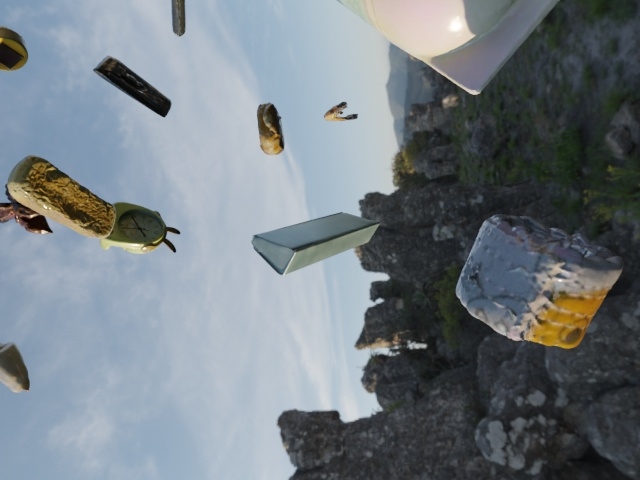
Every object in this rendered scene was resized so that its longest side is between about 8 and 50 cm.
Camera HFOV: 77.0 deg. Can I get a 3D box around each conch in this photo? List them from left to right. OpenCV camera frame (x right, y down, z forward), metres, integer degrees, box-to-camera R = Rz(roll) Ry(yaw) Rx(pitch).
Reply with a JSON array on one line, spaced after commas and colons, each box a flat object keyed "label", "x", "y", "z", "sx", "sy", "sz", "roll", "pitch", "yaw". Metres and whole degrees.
[{"label": "conch", "x": -0.933, "y": 0.378, "z": 1.208, "sx": 0.176, "sy": 0.105, "sz": 0.094, "roll": 56, "pitch": 173, "yaw": -18}]

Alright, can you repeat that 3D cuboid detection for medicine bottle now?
[{"label": "medicine bottle", "x": 0.177, "y": -0.411, "z": 0.610, "sx": 0.406, "sy": 0.236, "sz": 0.235, "roll": 56, "pitch": 178, "yaw": 34}]

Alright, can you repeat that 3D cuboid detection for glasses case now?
[{"label": "glasses case", "x": 0.000, "y": 0.000, "z": 0.774, "sx": 0.266, "sy": 0.105, "sz": 0.056, "roll": -18, "pitch": -61, "yaw": -49}]

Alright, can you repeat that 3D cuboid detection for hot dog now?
[{"label": "hot dog", "x": -0.507, "y": -0.077, "z": 0.791, "sx": 0.242, "sy": 0.074, "sz": 0.084, "roll": 61, "pitch": -146, "yaw": -66}]

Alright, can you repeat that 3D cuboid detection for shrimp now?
[{"label": "shrimp", "x": 0.106, "y": -0.545, "z": 1.715, "sx": 0.195, "sy": 0.148, "sz": 0.035, "roll": 170, "pitch": 101, "yaw": -64}]

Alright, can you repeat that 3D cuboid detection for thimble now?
[{"label": "thimble", "x": 0.239, "y": 0.039, "z": 0.462, "sx": 0.151, "sy": 0.127, "sz": 0.117, "roll": -123, "pitch": 45, "yaw": -65}]

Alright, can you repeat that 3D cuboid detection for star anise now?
[{"label": "star anise", "x": -0.843, "y": -0.102, "z": 1.136, "sx": 0.196, "sy": 0.212, "sz": 0.111, "roll": 37, "pitch": -163, "yaw": 4}]

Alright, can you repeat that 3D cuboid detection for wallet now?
[{"label": "wallet", "x": -0.619, "y": -0.516, "z": 1.355, "sx": 0.245, "sy": 0.052, "sz": 0.168, "roll": 33, "pitch": -157, "yaw": -28}]

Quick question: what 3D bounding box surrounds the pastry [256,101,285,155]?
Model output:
[{"label": "pastry", "x": -0.211, "y": -0.468, "z": 1.707, "sx": 0.229, "sy": 0.101, "sz": 0.218, "roll": -55, "pitch": -44, "yaw": -84}]

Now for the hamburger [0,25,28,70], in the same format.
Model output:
[{"label": "hamburger", "x": -0.937, "y": -0.560, "z": 1.178, "sx": 0.081, "sy": 0.141, "sz": 0.127, "roll": 52, "pitch": -160, "yaw": 17}]

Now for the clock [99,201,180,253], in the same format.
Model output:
[{"label": "clock", "x": -0.578, "y": -0.028, "z": 1.308, "sx": 0.069, "sy": 0.232, "sz": 0.169, "roll": -54, "pitch": 30, "yaw": 42}]

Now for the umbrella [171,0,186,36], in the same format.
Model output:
[{"label": "umbrella", "x": -0.309, "y": -0.500, "z": 0.874, "sx": 0.036, "sy": 0.031, "sz": 0.133, "roll": 58, "pitch": 158, "yaw": 0}]
